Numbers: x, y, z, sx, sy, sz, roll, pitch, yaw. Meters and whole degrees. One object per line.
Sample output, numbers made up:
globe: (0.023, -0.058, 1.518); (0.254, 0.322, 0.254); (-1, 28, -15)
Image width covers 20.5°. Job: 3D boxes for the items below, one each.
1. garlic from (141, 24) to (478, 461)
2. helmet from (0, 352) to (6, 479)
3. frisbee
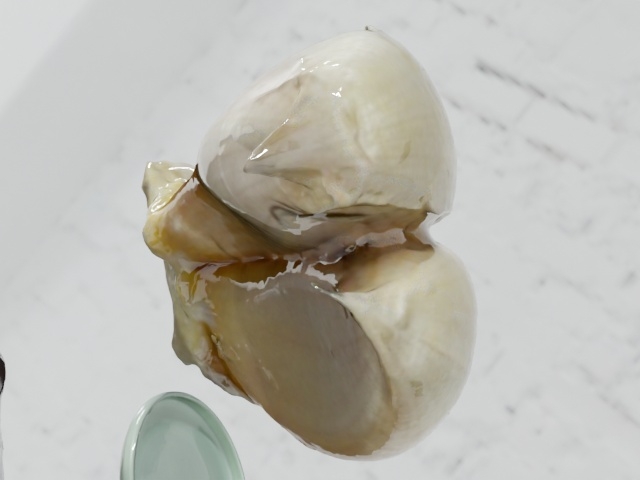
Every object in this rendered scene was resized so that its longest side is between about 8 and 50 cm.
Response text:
garlic: (0.000, 0.000, 1.229); (0.249, 0.286, 0.313); (13, -19, -26)
helmet: (-0.235, 0.120, 0.729); (0.225, 0.305, 0.177); (1, -15, 33)
frisbee: (-0.073, 0.134, 0.942); (0.014, 0.110, 0.110); (-16, -36, 28)
